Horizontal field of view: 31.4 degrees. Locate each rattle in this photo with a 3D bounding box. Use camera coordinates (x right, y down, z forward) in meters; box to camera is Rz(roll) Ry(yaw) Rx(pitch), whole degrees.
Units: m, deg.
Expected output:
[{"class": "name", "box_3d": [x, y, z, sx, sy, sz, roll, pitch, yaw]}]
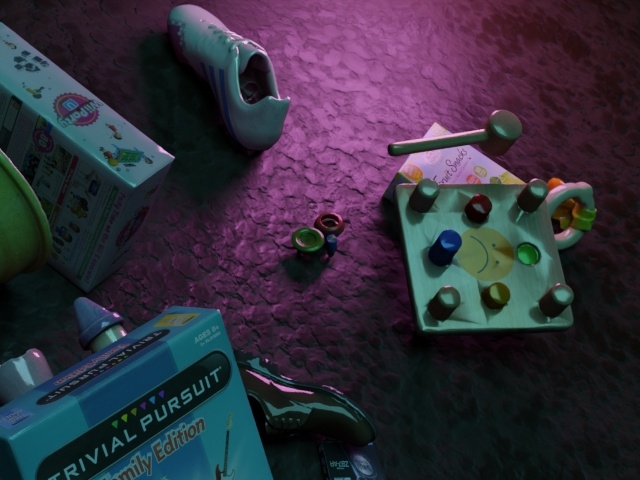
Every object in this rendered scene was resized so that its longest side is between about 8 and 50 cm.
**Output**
[{"class": "rattle", "box_3d": [0.371, -0.047, 1.995, 0.199, 0.130, 0.143, -28, 54, -14]}]

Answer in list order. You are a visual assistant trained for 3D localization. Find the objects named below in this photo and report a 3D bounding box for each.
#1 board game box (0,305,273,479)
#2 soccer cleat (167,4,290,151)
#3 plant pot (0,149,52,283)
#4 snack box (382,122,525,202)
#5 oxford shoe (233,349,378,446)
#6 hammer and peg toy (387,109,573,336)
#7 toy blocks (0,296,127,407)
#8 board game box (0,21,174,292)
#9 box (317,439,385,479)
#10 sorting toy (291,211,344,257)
[{"class": "board game box", "box_3d": [-0.160, 0.269, 1.093, 0.253, 0.079, 0.336, -31, 113, -42]}, {"class": "soccer cleat", "box_3d": [-0.142, -0.298, 1.876, 0.116, 0.143, 0.331, -12, 58, -36]}, {"class": "plant pot", "box_3d": [-0.506, 0.011, 1.345, 0.276, 0.276, 0.254, 36, 56, 4]}, {"class": "snack box", "box_3d": [0.235, -0.084, 1.948, 0.207, 0.070, 0.174, 33, 45, 3]}, {"class": "oxford shoe", "box_3d": [-0.036, 0.235, 1.514, 0.227, 0.083, 0.096, 20, 46, 5]}, {"class": "hammer and peg toy", "box_3d": [0.237, -0.021, 1.789, 0.265, 0.127, 0.361, -2, 64, -14]}, {"class": "toy blocks", "box_3d": [-0.347, 0.211, 1.212, 0.309, 0.288, 0.260, -31, 77, -41]}, {"class": "board game box", "box_3d": [-0.371, -0.107, 1.525, 0.303, 0.224, 0.097, 38, 42, 6]}, {"class": "box", "box_3d": [0.041, 0.302, 1.535, 0.083, 0.018, 0.067, 6, 49, -24]}, {"class": "sorting toy", "box_3d": [0.000, 0.000, 1.772, 0.061, 0.042, 0.102, 35, 54, 26]}]
